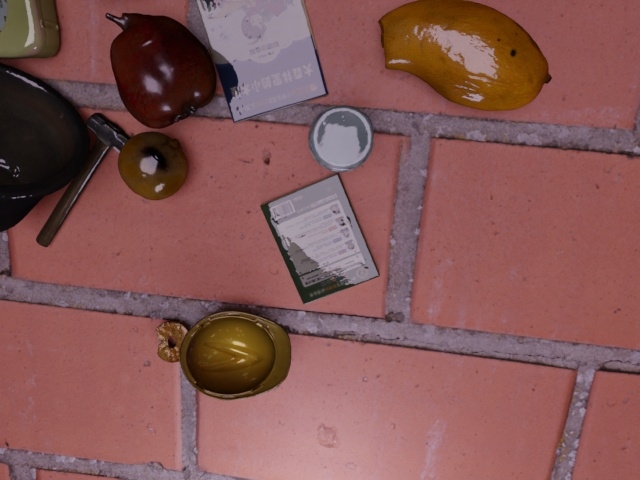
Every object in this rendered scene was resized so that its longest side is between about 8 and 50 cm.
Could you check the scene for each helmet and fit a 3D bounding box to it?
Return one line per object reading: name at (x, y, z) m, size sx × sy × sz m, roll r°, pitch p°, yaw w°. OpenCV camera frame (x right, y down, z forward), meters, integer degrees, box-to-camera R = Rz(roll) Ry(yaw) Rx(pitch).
helmet at (-0.202, 0.281, 1.223) m, size 0.256 × 0.140 × 0.205 m, roll 3°, pitch 73°, yaw -5°

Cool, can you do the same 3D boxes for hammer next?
hammer at (-0.579, -0.127, 1.206) m, size 0.111 × 0.043 × 0.365 m, roll 38°, pitch 106°, yaw -6°

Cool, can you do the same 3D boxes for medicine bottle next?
medicine bottle at (0.047, -0.216, 1.056) m, size 0.135 × 0.168 × 0.135 m, roll 2°, pitch 105°, yaw 6°

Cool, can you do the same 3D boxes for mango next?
mango at (0.284, -0.377, 1.009) m, size 0.359 × 0.144 × 0.187 m, roll 27°, pitch 102°, yaw 1°

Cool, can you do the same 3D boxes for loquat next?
loquat at (-0.373, -0.165, 1.124) m, size 0.163 × 0.137 × 0.163 m, roll -4°, pitch 118°, yaw -7°

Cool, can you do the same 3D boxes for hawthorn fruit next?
hawthorn fruit at (-0.338, -0.363, 1.033) m, size 0.208 × 0.208 × 0.248 m, roll -31°, pitch 108°, yaw 12°

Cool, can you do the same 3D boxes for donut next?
donut at (-0.366, 0.253, 1.278) m, size 0.097 × 0.043 × 0.108 m, roll 8°, pitch 104°, yaw 3°

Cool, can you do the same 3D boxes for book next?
book at (0.000, 0.000, 1.189) m, size 0.201 × 0.027 × 0.264 m, roll -22°, pitch 101°, yaw 9°
book at (-0.132, -0.443, 1.092) m, size 0.228 × 0.018 × 0.323 m, roll -15°, pitch 102°, yaw 9°

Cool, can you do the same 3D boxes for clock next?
clock at (-0.737, -0.510, 1.088) m, size 0.307 × 0.096 × 0.235 m, roll -2°, pitch 105°, yaw 6°

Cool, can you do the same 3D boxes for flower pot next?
flower pot at (-0.711, -0.176, 1.078) m, size 0.379 × 0.379 × 0.251 m, roll 37°, pitch 130°, yaw -5°
